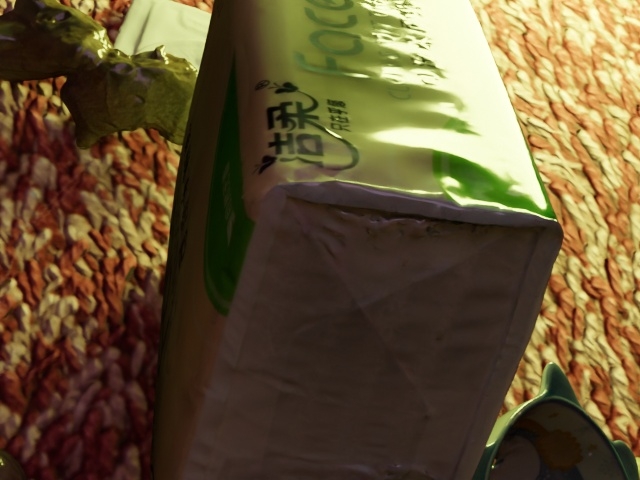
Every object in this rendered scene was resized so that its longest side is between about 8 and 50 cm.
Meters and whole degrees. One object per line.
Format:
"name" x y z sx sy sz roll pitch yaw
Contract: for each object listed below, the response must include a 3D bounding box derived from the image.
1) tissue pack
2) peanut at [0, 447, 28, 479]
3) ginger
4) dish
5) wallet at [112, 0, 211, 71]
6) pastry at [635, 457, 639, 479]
"tissue pack" 0.000 0.000 0.915 0.205 0.332 0.405 9 32 -9
"peanut" -0.252 0.225 0.923 0.104 0.086 0.228 -20 61 11
"ginger" -0.220 -0.152 1.177 0.290 0.122 0.084 19 15 1
"dish" 0.145 0.208 0.941 0.236 0.086 0.228 5 73 -48
"wallet" -0.108 -0.174 1.250 0.182 0.032 0.124 16 53 -5
"pastry" 0.256 0.254 1.054 0.156 0.092 0.156 6 64 -12
